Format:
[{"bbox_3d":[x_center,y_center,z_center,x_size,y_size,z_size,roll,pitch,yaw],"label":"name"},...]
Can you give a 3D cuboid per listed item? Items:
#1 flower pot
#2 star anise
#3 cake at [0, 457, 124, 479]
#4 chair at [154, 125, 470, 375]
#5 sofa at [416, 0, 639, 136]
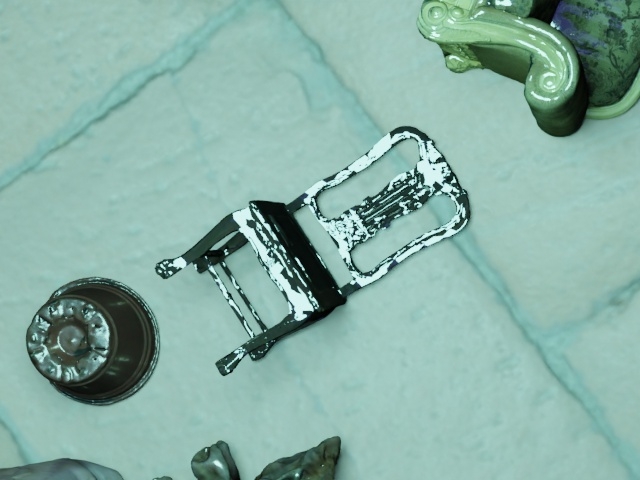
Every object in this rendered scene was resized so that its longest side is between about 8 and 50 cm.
[{"bbox_3d":[-0.196,0.084,1.441,0.111,0.089,0.111,0,88,10],"label":"flower pot"},{"bbox_3d":[-0.061,0.271,1.409,0.214,0.099,0.220,-4,88,19],"label":"star anise"},{"bbox_3d":[-0.316,0.297,1.391,0.309,0.230,0.237,-4,85,11],"label":"cake"},{"bbox_3d":[0.000,0.000,1.403,0.229,0.113,0.106,-34,85,11],"label":"chair"},{"bbox_3d":[0.201,-0.215,1.326,0.182,0.200,0.258,21,90,13],"label":"sofa"}]
